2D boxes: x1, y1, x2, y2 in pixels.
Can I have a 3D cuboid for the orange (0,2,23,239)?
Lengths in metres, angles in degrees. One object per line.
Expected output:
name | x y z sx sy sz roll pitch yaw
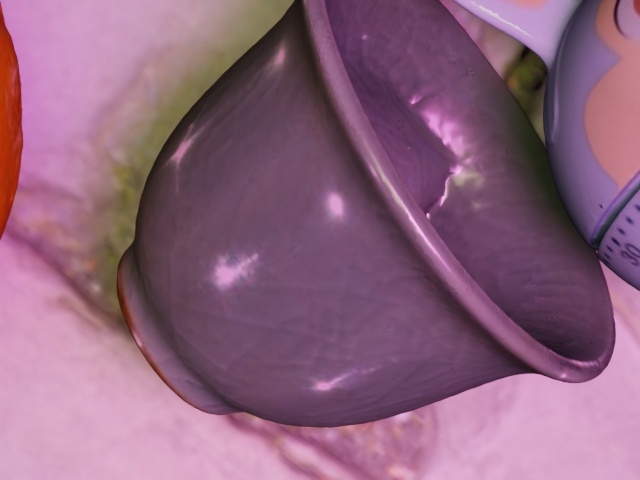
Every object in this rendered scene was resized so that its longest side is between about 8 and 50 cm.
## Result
orange | -0.241 -0.040 0.736 0.261 0.261 0.261 0 95 0

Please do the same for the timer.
timer | 0.141 -0.090 0.763 0.175 0.175 0.255 -30 97 3

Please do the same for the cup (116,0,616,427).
cup | 0.000 0.000 0.780 0.150 0.199 0.199 -32 94 21
